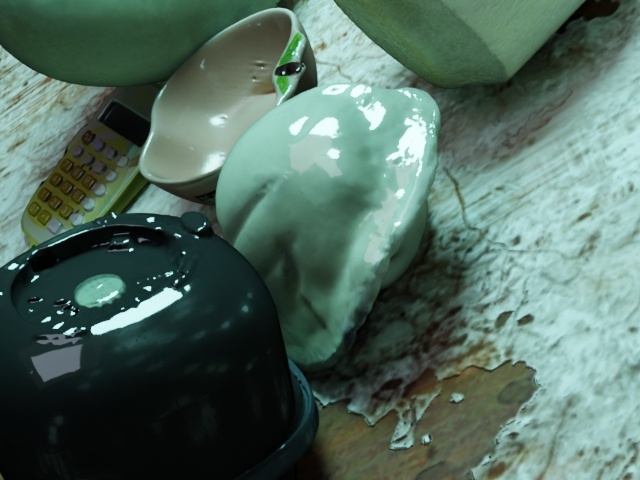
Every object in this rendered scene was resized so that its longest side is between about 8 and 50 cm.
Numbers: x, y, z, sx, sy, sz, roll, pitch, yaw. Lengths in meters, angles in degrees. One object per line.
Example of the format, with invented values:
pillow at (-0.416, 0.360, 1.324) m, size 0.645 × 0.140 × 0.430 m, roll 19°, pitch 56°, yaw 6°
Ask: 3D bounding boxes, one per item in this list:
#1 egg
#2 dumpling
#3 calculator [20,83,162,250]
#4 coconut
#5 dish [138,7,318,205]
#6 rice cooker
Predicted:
egg at (-0.186, -0.286, 1.727) m, size 0.352 × 0.258 × 0.258 m, roll -18°, pitch 17°, yaw -40°
dumpling at (0.006, 0.000, 1.413) m, size 0.175 × 0.243 × 0.227 m, roll -4°, pitch 60°, yaw -10°
calculator at (-0.228, -0.077, 1.790) m, size 0.236 × 0.033 × 0.157 m, roll -51°, pitch 37°, yaw -4°
coconut at (0.132, -0.274, 1.464) m, size 0.266 × 0.237 × 0.237 m, roll -44°, pitch 36°, yaw -2°
dish at (-0.067, -0.111, 1.618) m, size 0.213 × 0.090 × 0.213 m, roll -28°, pitch 38°, yaw 25°
rice cooker at (-0.144, 0.109, 1.318) m, size 0.267 × 0.224 × 0.267 m, roll -10°, pitch 30°, yaw 6°
